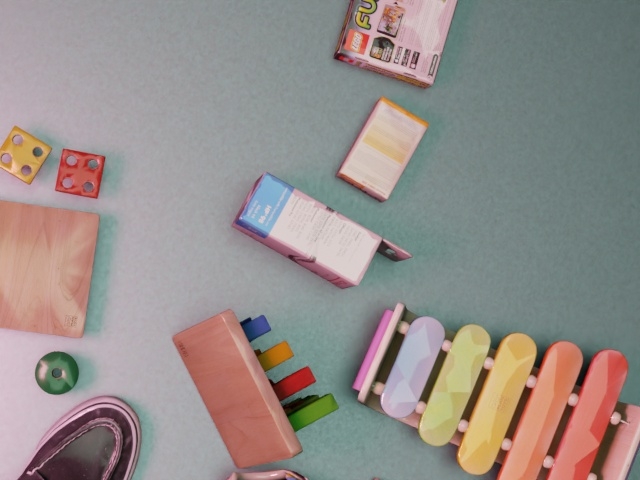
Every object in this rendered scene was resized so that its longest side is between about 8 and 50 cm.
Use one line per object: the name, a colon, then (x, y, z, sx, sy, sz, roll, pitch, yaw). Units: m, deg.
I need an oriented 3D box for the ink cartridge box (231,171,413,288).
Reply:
ink cartridge box: (0.000, 0.000, 1.735, 0.180, 0.104, 0.060, 30, 83, -5)

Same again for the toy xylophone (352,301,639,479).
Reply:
toy xylophone: (0.183, 0.205, 1.760, 0.323, 0.081, 0.236, 15, 85, -6)

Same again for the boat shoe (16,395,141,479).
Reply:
boat shoe: (-0.290, 0.291, 1.677, 0.108, 0.102, 0.301, 41, 82, -4)

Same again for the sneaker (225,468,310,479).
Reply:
sneaker: (-0.014, 0.284, 1.713, 0.186, 0.084, 0.069, 6, 55, -5)

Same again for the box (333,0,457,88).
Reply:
box: (0.098, -0.284, 1.801, 0.114, 0.036, 0.207, 18, 84, -6)

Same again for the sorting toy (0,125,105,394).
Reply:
sorting toy: (-0.306, 0.021, 1.720, 0.132, 0.046, 0.274, 8, 86, -7)

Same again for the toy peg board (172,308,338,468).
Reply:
toy peg board: (-0.064, 0.144, 1.699, 0.079, 0.161, 0.160, -26, 90, -26)

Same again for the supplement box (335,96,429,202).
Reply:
supplement box: (0.068, -0.099, 1.785, 0.062, 0.036, 0.098, 31, 83, -5)
